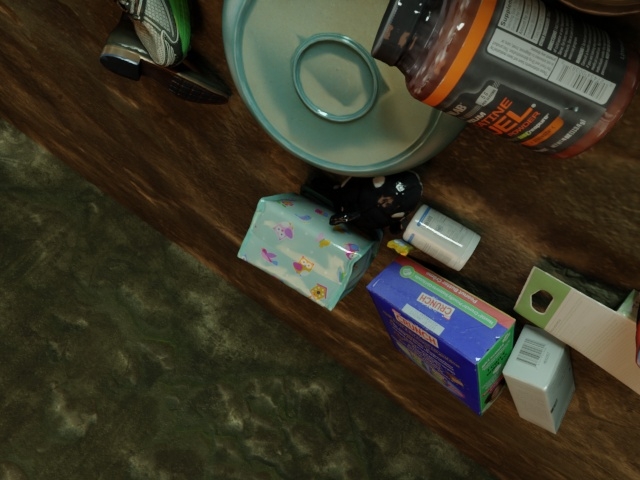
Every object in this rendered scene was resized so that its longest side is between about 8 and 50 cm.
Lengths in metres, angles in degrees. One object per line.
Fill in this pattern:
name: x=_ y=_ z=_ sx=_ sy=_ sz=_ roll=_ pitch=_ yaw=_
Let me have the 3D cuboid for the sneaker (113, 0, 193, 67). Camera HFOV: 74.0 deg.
sneaker: x=-0.306 y=-0.387 z=0.574 sx=0.134 sy=0.146 sz=0.344 roll=20 pitch=154 yaw=37

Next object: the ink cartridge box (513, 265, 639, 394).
ink cartridge box: x=0.427 y=0.127 z=0.641 sx=0.235 sy=0.056 sz=0.171 roll=39 pitch=163 yaw=30

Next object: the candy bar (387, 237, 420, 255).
candy bar: x=0.158 y=0.009 z=0.760 sx=0.040 sy=0.018 sz=0.161 roll=31 pitch=-165 yaw=21

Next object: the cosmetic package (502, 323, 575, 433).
cosmetic package: x=0.445 y=0.283 z=0.854 sx=0.085 sy=0.117 sz=0.231 roll=16 pitch=152 yaw=45

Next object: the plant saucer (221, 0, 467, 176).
plant saucer: x=0.021 y=-0.190 z=0.486 sx=0.317 sy=0.044 sz=0.318 roll=17 pitch=142 yaw=13

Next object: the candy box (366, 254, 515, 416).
candy box: x=0.264 y=0.208 z=0.922 sx=0.268 sy=0.122 sz=0.317 roll=35 pitch=163 yaw=38

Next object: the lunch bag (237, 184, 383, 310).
lunch bag: x=0.000 y=0.000 z=0.870 sx=0.223 sy=0.160 sz=0.262 roll=30 pitch=-159 yaw=13

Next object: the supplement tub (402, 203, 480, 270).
supplement tub: x=0.197 y=-0.006 z=0.697 sx=0.107 sy=0.071 sz=0.071 roll=33 pitch=159 yaw=12

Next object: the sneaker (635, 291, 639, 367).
sneaker: x=0.440 y=0.073 z=0.371 sx=0.131 sy=0.148 sz=0.350 roll=34 pitch=159 yaw=6

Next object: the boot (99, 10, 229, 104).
boot: x=-0.262 y=-0.325 z=0.759 sx=0.219 sy=0.106 sz=0.082 roll=15 pitch=166 yaw=-28

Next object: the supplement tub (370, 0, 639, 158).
supplement tub: x=0.145 y=-0.150 z=0.357 sx=0.197 sy=0.106 sz=0.106 roll=21 pitch=160 yaw=-6

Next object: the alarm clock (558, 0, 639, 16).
alarm clock: x=0.215 y=-0.207 z=0.250 sx=0.192 sy=0.064 sz=0.129 roll=28 pitch=158 yaw=30

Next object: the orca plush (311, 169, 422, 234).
orca plush: x=0.045 y=-0.071 z=0.708 sx=0.287 sy=0.102 sz=0.151 roll=31 pitch=145 yaw=57
